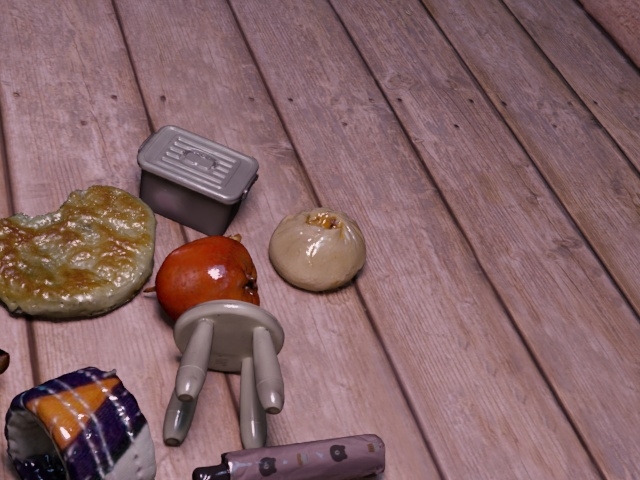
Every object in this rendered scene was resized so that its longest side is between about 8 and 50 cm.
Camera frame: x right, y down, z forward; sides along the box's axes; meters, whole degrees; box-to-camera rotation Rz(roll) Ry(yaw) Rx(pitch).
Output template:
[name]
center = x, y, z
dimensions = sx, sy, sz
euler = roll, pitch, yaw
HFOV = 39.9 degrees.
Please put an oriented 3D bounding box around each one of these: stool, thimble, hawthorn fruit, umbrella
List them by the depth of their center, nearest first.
[thimble]
center = -0.365, 0.310, 1.325
dimensions = 0.150, 0.237, 0.237
euler = -21, 57, -41
[umbrella]
center = -0.047, 0.377, 1.477
dimensions = 0.337, 0.067, 0.073
euler = -2, 89, -23
[stool]
center = -0.164, 0.232, 1.496
dimensions = 0.195, 0.195, 0.199
euler = 12, 48, -10
[hawthorn fruit]
center = -0.227, 0.087, 1.645
dimensions = 0.225, 0.197, 0.196
euler = -1, 41, 13

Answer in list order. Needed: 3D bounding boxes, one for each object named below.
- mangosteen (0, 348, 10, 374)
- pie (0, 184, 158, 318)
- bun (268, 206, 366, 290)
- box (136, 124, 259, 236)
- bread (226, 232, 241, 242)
[mangosteen]
center = -0.592, 0.170, 1.425
dimensions = 0.184, 0.172, 0.172
euler = 36, 43, -6
[pie]
center = -0.471, 0.020, 1.674
dimensions = 0.371, 0.078, 0.296
euler = -19, 55, -33
[bun]
center = 0.000, 0.000, 1.836
dimensions = 0.222, 0.127, 0.222
euler = 9, 46, -10
[box]
center = -0.264, -0.120, 1.852
dimensions = 0.243, 0.135, 0.163
euler = 22, 42, 2
[bread]
center = -0.215, 0.009, 1.762
dimensions = 0.084, 0.109, 0.080
euler = -22, 61, -31
